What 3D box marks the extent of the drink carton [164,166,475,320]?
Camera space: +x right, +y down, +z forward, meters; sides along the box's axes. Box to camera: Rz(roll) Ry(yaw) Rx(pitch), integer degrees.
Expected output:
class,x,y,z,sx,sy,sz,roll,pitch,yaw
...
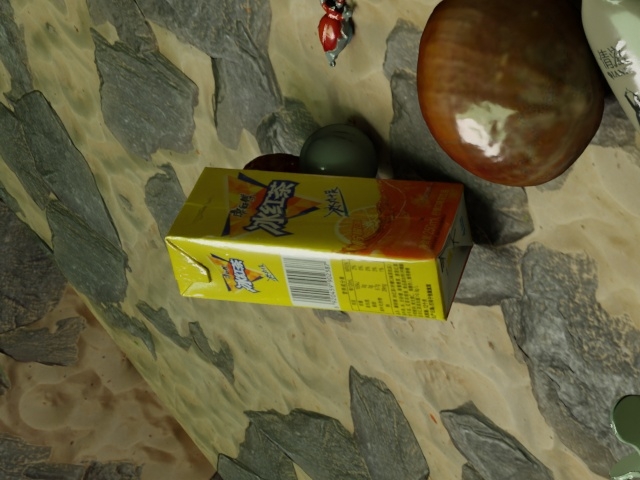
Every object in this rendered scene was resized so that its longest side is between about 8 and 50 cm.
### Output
class,x,y,z,sx,sy,sz,roll,pitch,yaw
drink carton,0.000,0.000,2.084,0.351,0.154,0.111,4,132,20

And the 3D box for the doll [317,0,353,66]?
class,x,y,z,sx,sy,sz,roll,pitch,yaw
doll,0.017,-0.262,2.036,0.057,0.039,0.114,15,133,15

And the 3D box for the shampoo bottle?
class,x,y,z,sx,sy,sz,roll,pitch,yaw
shampoo bottle,0.311,-0.155,1.534,0.257,0.078,0.127,60,162,-8

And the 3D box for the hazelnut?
class,x,y,z,sx,sy,sz,roll,pitch,yaw
hazelnut,0.191,-0.154,1.646,0.214,0.176,0.214,45,152,33

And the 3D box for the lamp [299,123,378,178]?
class,x,y,z,sx,sy,sz,roll,pitch,yaw
lamp,0.024,-0.100,2.166,0.105,0.105,0.105,44,156,25

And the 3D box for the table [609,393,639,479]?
class,x,y,z,sx,sy,sz,roll,pitch,yaw
table,0.396,0.187,1.695,0.166,0.198,0.166,44,155,26

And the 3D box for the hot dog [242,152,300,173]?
class,x,y,z,sx,sy,sz,roll,pitch,yaw
hot dog,-0.014,-0.035,2.265,0.227,0.099,0.160,34,-163,-25
